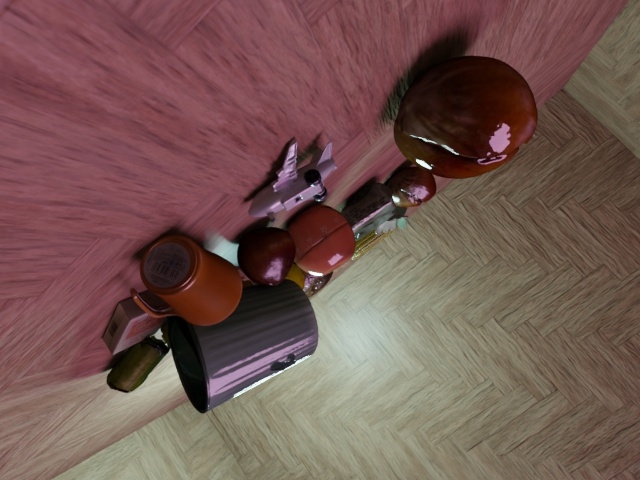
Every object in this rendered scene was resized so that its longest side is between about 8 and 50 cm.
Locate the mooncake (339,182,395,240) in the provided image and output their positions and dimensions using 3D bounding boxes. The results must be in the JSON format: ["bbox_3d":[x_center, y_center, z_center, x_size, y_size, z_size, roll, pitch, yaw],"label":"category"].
[{"bbox_3d":[0.188,-0.118,1.699,0.254,0.136,0.250,-36,167,8],"label":"mooncake"}]

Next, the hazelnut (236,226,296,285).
[{"bbox_3d":[-0.152,0.049,1.224,0.178,0.178,0.204,-35,173,-17],"label":"hazelnut"}]

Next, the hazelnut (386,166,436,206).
[{"bbox_3d":[0.393,-0.230,1.807,0.212,0.181,0.181,-34,-175,27],"label":"hazelnut"}]

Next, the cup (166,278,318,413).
[{"bbox_3d":[-0.260,0.288,1.263,0.392,0.310,0.401,-14,-172,-34],"label":"cup"}]

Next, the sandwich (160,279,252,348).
[{"bbox_3d":[-0.391,0.258,1.454,0.301,0.099,0.271,-39,161,8],"label":"sandwich"}]

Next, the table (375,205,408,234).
[{"bbox_3d":[0.338,-0.120,2.129,0.198,0.166,0.166,-13,152,-48],"label":"table"}]

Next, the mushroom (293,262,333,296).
[{"bbox_3d":[-0.059,0.172,1.974,0.297,0.163,0.278,-38,168,-11],"label":"mushroom"}]

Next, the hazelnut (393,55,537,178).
[{"bbox_3d":[0.375,-0.328,1.109,0.372,0.315,0.372,-8,155,-4],"label":"hazelnut"}]

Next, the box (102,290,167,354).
[{"bbox_3d":[-0.481,0.210,1.097,0.141,0.058,0.201,-24,160,-51],"label":"box"}]

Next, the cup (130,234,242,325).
[{"bbox_3d":[-0.317,0.101,0.959,0.226,0.182,0.264,-29,160,-6],"label":"cup"}]

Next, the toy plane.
[{"bbox_3d":[-0.061,-0.129,0.998,0.255,0.101,0.251,-38,156,-5],"label":"toy plane"}]

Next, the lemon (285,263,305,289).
[{"bbox_3d":[-0.150,0.166,1.658,0.173,0.173,0.206,-48,170,38],"label":"lemon"}]

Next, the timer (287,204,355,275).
[{"bbox_3d":[0.000,0.000,1.402,0.229,0.215,0.229,-32,171,-6],"label":"timer"}]

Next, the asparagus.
[{"bbox_3d":[-0.560,0.373,1.299,0.382,0.108,0.128,-44,171,35],"label":"asparagus"}]

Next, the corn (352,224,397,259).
[{"bbox_3d":[0.280,-0.028,2.325,0.344,0.131,0.131,-38,168,0],"label":"corn"}]
